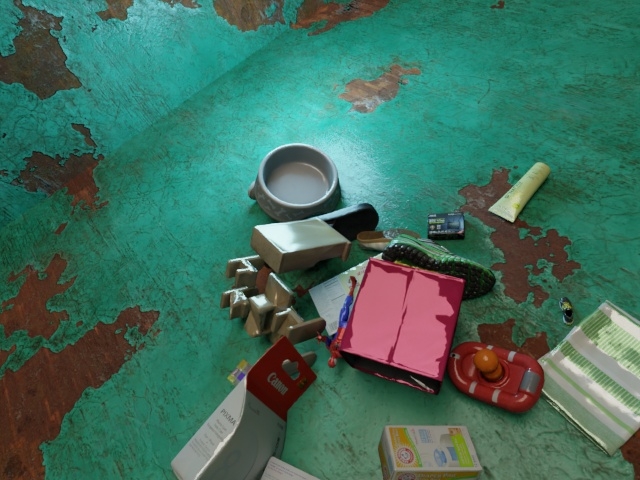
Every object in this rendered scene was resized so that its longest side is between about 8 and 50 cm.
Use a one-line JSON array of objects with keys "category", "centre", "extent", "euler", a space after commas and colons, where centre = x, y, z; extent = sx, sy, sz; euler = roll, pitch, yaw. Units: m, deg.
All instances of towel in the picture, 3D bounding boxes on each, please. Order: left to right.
[{"category": "towel", "centre": [-0.255, 0.425, 1.367], "extent": [0.060, 0.009, 0.083], "euler": [29, 68, 34]}, {"category": "towel", "centre": [0.717, 0.324, 1.068], "extent": [0.325, 0.038, 0.248], "euler": [-37, 51, -10]}]

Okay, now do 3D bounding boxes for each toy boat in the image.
[{"category": "toy boat", "centre": [0.430, 0.325, 1.081], "extent": [0.231, 0.151, 0.151], "euler": [6, 54, 46]}]

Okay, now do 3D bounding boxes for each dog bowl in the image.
[{"category": "dog bowl", "centre": [-0.087, -0.232, 1.667], "extent": [0.349, 0.102, 0.348], "euler": [2, 63, -4]}]

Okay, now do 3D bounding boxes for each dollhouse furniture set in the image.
[{"category": "dollhouse furniture set", "centre": [-0.097, 0.147, 1.344], "extent": [0.257, 0.393, 0.362], "euler": [-10, 36, -39]}]

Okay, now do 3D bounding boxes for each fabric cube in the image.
[{"category": "fabric cube", "centre": [0.221, 0.232, 1.140], "extent": [0.259, 0.254, 0.258], "euler": [13, 68, 18]}]

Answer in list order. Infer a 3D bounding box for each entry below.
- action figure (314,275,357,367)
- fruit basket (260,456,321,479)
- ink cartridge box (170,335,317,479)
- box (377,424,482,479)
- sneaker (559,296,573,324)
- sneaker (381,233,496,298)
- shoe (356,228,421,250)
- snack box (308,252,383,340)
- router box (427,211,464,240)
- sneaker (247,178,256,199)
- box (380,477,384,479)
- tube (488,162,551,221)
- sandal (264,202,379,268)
[{"category": "action figure", "centre": [0.071, 0.230, 1.247], "extent": [0.092, 0.139, 0.280], "euler": [14, 70, 21]}, {"category": "fruit basket", "centre": [-0.062, 0.728, 0.961], "extent": [0.327, 0.165, 0.353], "euler": [4, 51, 35]}, {"category": "ink cartridge box", "centre": [-0.148, 0.472, 1.098], "extent": [0.091, 0.308, 0.385], "euler": [30, 67, 35]}, {"category": "box", "centre": [0.248, 0.510, 0.994], "extent": [0.203, 0.103, 0.114], "euler": [3, 33, -5]}, {"category": "sneaker", "centre": [0.687, 0.190, 1.182], "extent": [0.031, 0.035, 0.083], "euler": [-4, 53, 16]}, {"category": "sneaker", "centre": [0.371, 0.061, 1.314], "extent": [0.344, 0.134, 0.146], "euler": [23, 38, 11]}, {"category": "shoe", "centre": [0.239, 0.002, 1.487], "extent": [0.219, 0.058, 0.076], "euler": [0, 34, 16]}, {"category": "snack box", "centre": [0.142, 0.171, 1.381], "extent": [0.322, 0.060, 0.187], "euler": [-27, 52, -1]}, {"category": "router box", "centre": [0.429, -0.049, 1.459], "extent": [0.123, 0.038, 0.092], "euler": [-2, 53, 19]}, {"category": "sneaker", "centre": [-0.186, -0.204, 1.764], "extent": [0.253, 0.103, 0.111], "euler": [-10, 50, 14]}, {"category": "box", "centre": [0.166, 0.658, 0.988], "extent": [0.180, 0.077, 0.147], "euler": [-43, 51, -14]}, {"category": "tube", "centre": [0.684, -0.164, 1.443], "extent": [0.240, 0.062, 0.070], "euler": [-45, 12, -10]}, {"category": "sandal", "centre": [0.001, -0.002, 1.496], "extent": [0.446, 0.167, 0.107], "euler": [-23, 46, 1]}]
